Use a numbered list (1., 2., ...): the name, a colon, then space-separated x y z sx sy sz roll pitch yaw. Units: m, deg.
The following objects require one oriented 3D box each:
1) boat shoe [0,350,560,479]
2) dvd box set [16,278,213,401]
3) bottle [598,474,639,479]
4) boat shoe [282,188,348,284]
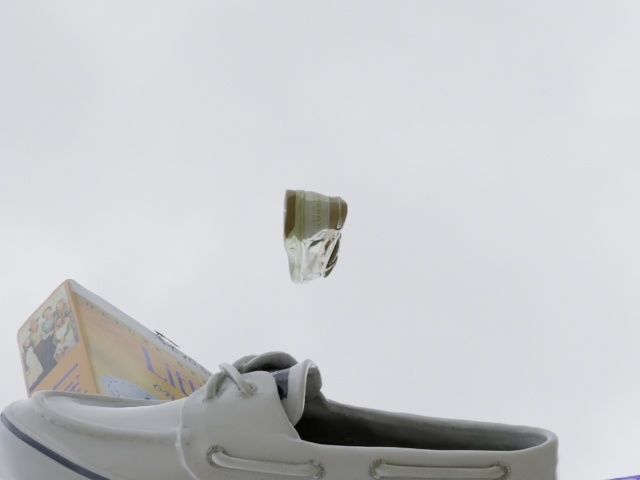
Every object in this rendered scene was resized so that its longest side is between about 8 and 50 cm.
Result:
1. boat shoe: -0.020 0.091 0.786 0.095 0.258 0.084 -59 -22 -77
2. dvd box set: -0.030 0.212 1.055 0.308 0.420 0.062 38 -79 -27
3. bottle: 0.303 0.287 1.698 0.283 0.092 0.118 -8 -71 2
4. boat shoe: 0.000 -0.002 1.333 0.153 0.048 0.056 80 -169 -71
